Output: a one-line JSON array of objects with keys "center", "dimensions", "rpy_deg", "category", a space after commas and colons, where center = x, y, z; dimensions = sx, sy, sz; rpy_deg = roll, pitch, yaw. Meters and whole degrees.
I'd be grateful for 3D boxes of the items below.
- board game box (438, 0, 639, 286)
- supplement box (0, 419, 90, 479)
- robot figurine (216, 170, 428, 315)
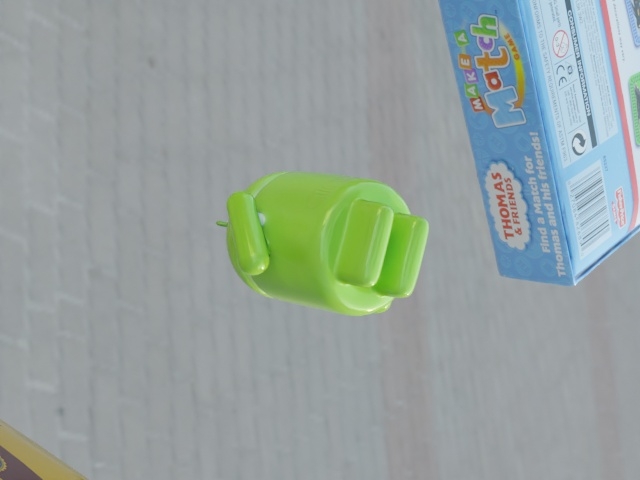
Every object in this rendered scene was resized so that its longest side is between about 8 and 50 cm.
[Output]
[{"center": [0.125, -0.100, 0.580], "dimensions": [0.211, 0.039, 0.160], "rpy_deg": [-32, 116, -40], "category": "board game box"}, {"center": [-0.176, 0.110, 0.321], "dimensions": [0.194, 0.129, 0.191], "rpy_deg": [20, 95, -58], "category": "supplement box"}, {"center": [0.000, 0.000, 0.750], "dimensions": [0.101, 0.115, 0.067], "rpy_deg": [15, 86, -42], "category": "robot figurine"}]
